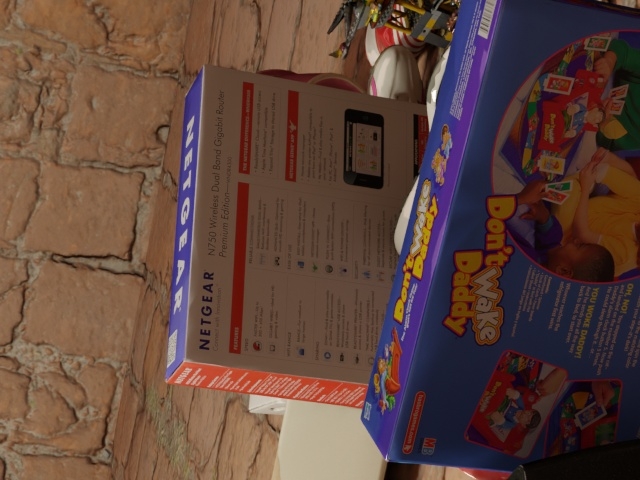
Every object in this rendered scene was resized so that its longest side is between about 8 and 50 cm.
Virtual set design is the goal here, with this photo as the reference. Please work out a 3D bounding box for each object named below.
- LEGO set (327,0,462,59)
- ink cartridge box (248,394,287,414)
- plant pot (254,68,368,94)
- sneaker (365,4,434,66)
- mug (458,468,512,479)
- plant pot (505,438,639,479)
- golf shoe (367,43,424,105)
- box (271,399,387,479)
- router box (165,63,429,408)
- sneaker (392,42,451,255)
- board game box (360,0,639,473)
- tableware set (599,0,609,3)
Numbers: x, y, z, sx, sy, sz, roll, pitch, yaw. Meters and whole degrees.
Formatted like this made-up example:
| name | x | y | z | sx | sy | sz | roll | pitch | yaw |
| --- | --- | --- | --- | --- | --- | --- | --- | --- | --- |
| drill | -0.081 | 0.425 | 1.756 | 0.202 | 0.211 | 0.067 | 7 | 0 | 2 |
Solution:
| name | x | y | z | sx | sy | sz | roll | pitch | yaw |
| --- | --- | --- | --- | --- | --- | --- | --- | --- | --- |
| LEGO set | 0.087 | -0.368 | 1.694 | 0.255 | 0.192 | 0.331 | -51 | 32 | 42 |
| ink cartridge box | -0.024 | 0.116 | 2.054 | 0.160 | 0.092 | 0.219 | 149 | 127 | -70 |
| plant pot | -0.026 | -0.137 | 2.057 | 0.180 | 0.201 | 0.201 | -16 | 66 | 56 |
| sneaker | 0.105 | -0.318 | 1.904 | 0.128 | 0.087 | 0.221 | -42 | 52 | 52 |
| mug | 0.196 | 0.121 | 1.317 | 0.113 | 0.150 | 0.169 | -25 | -48 | -67 |
| plant pot | 0.197 | 0.246 | 1.097 | 0.187 | 0.167 | 0.188 | 119 | 155 | -49 |
| golf shoe | 0.097 | -0.135 | 1.835 | 0.086 | 0.067 | 0.186 | -157 | 67 | -68 |
| box | 0.001 | 0.311 | 1.756 | 0.148 | 0.121 | 0.311 | -49 | -30 | -82 |
| router box | 0.000 | 0.000 | 1.662 | 0.082 | 0.301 | 0.335 | 132 | 144 | -62 |
| sneaker | 0.165 | -0.071 | 1.536 | 0.124 | 0.107 | 0.283 | 50 | 137 | 47 |
| board game box | 0.185 | 0.001 | 1.147 | 0.078 | 0.233 | 0.347 | -128 | 49 | -68 |
| tableware set | 0.229 | -0.140 | 1.454 | 0.169 | 0.020 | 0.141 | 132 | 144 | -61 |
